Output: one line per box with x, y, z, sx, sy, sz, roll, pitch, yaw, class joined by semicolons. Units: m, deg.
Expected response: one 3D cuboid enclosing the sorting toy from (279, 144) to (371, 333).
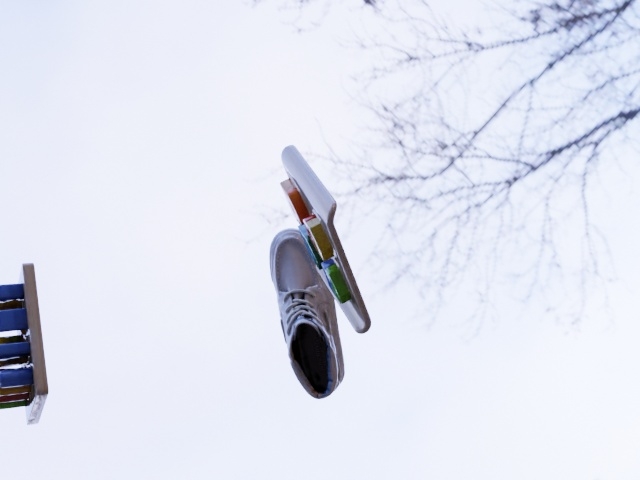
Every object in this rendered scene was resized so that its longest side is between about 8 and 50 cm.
0.000;0.000;1.353;0.038;0.193;0.208;-22;-55;-8;sorting toy

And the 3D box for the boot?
-0.018;0.106;1.518;0.095;0.123;0.258;-17;-89;3;boot

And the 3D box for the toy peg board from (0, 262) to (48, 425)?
-0.383;0.132;1.238;0.079;0.161;0.160;-5;-21;-22;toy peg board
